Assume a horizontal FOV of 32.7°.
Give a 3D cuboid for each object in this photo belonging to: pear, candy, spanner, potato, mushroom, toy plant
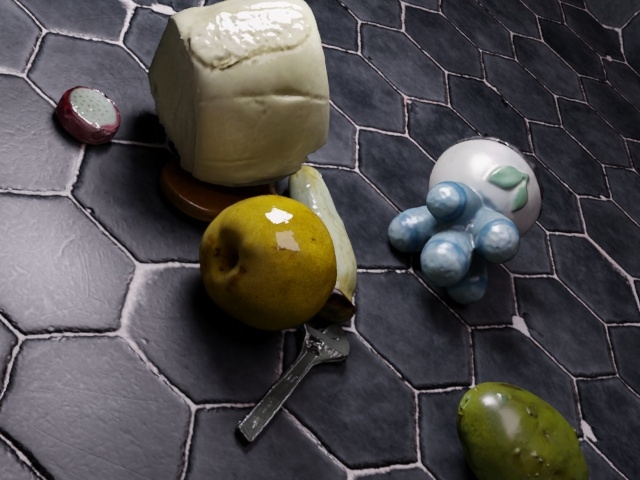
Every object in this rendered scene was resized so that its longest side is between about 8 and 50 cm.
[{"bbox_3d":[-0.070,0.036,1.626,0.209,0.209,0.209,26,37,-22],"label":"pear"},{"bbox_3d":[-0.368,-0.200,1.732,0.103,0.043,0.103,26,37,-21],"label":"candy"},{"bbox_3d":[-0.041,0.206,1.623,0.093,0.026,0.325,43,36,1],"label":"spanner"},{"bbox_3d":[0.315,0.333,1.722,0.253,0.148,0.186,47,50,-7],"label":"potato"},{"bbox_3d":[0.003,0.002,1.835,0.107,0.087,0.333,37,27,-33],"label":"mushroom"},{"bbox_3d":[0.264,-0.024,2.020,0.247,0.247,0.332,41,41,0],"label":"toy plant"}]

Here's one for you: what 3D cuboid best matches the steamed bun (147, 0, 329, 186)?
[{"bbox_3d":[-0.113,-0.235,1.756,0.290,0.273,0.272,-23,73,-17],"label":"steamed bun"}]

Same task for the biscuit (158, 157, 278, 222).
[{"bbox_3d":[-0.159,-0.075,1.798,0.236,0.039,0.180,11,38,-36],"label":"biscuit"}]

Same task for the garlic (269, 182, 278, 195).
[{"bbox_3d":[-0.098,-0.174,1.896,0.266,0.148,0.128,39,-12,29],"label":"garlic"}]
